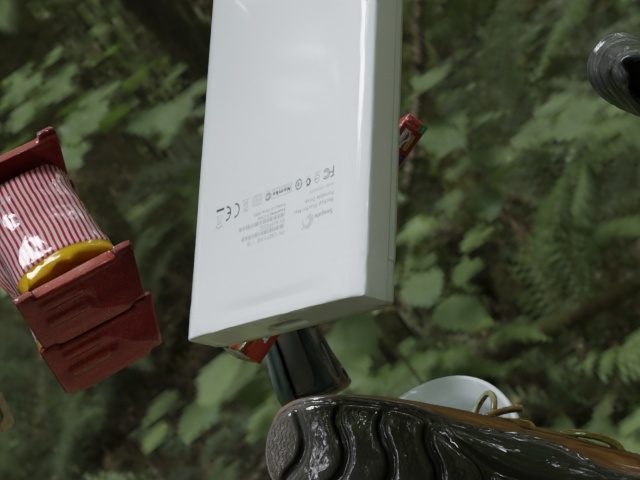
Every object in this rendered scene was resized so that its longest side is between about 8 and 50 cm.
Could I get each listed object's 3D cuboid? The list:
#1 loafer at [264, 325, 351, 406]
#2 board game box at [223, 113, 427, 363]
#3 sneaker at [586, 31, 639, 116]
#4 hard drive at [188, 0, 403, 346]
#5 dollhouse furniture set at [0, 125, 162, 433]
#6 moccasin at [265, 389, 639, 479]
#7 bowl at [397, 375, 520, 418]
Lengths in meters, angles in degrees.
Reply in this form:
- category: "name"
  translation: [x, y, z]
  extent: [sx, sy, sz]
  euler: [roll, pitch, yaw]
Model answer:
- category: "loafer"
  translation: [-0.035, 0.049, 1.515]
  extent: [0.084, 0.267, 0.096]
  euler: [-14, 6, 9]
- category: "board game box"
  translation: [0.000, 0.000, 1.373]
  extent: [0.281, 0.027, 0.145]
  euler: [-54, 7, -9]
- category: "sneaker"
  translation: [0.452, -0.147, 1.648]
  extent: [0.109, 0.286, 0.130]
  euler: [-62, 5, 10]
- category: "hard drive"
  translation: [-0.019, -0.087, 1.030]
  extent: [0.040, 0.307, 0.203]
  euler: [17, -23, -37]
- category: "dollhouse furniture set"
  translation: [-0.358, 0.080, 1.289]
  extent: [0.374, 0.201, 0.152]
  euler: [-30, -39, -16]
- category: "moccasin"
  translation: [0.144, 0.195, 1.107]
  extent: [0.380, 0.139, 0.147]
  euler: [3, -2, 11]
- category: "bowl"
  translation: [0.125, 0.290, 1.319]
  extent: [0.298, 0.134, 0.298]
  euler: [-40, 30, 29]
